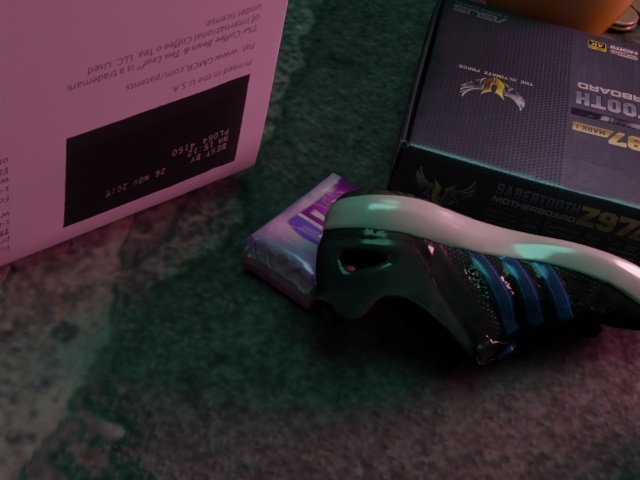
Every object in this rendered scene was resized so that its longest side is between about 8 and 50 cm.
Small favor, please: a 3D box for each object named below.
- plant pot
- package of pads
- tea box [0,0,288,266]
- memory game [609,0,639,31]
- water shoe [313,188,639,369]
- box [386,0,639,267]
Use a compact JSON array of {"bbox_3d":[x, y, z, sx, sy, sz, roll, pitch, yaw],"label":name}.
[{"bbox_3d":[0.174,-0.194,0.848,0.134,0.095,0.134,3,53,-3],"label":"plant pot"},{"bbox_3d":[0.000,0.000,0.649,0.050,0.032,0.083,35,46,18],"label":"package of pads"},{"bbox_3d":[-0.238,-0.159,0.601,0.329,0.220,0.323,-25,57,-32],"label":"tea box"},{"bbox_3d":[0.220,-0.232,0.972,0.186,0.012,0.186,7,42,-7],"label":"memory game"},{"bbox_3d":[0.091,0.035,0.623,0.203,0.073,0.080,15,79,-12],"label":"water shoe"},{"bbox_3d":[0.170,-0.066,0.745,0.233,0.059,0.183,16,43,3],"label":"box"}]
